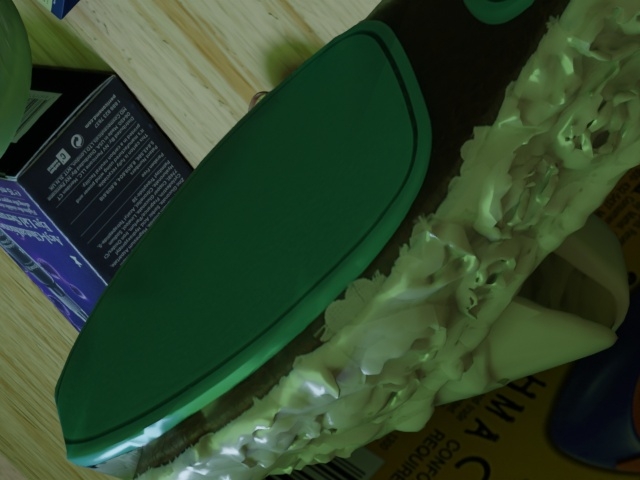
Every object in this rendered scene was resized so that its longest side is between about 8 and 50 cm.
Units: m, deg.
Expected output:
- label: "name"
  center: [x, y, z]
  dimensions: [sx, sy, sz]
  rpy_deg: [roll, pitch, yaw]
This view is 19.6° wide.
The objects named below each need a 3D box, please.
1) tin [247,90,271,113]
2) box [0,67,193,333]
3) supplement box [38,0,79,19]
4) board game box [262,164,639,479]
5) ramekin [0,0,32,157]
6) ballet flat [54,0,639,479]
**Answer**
- label: "tin"
  center: [0.000, 0.000, 1.089]
  dimensions: [0.106, 0.040, 0.189]
  rpy_deg: [23, 128, 61]
- label: "box"
  center: [-0.162, -0.018, 1.362]
  dimensions: [0.153, 0.108, 0.207]
  rpy_deg: [10, 144, 54]
- label: "supplement box"
  center: [-0.161, -0.187, 1.071]
  dimensions: [0.083, 0.056, 0.083]
  rpy_deg: [40, 161, 1]
- label: "board game box"
  center: [0.194, 0.172, 0.701]
  dimensions: [0.356, 0.356, 0.356]
  rpy_deg: [30, 158, 42]
- label: "ramekin"
  center: [-0.347, -0.138, 1.176]
  dimensions: [0.303, 0.303, 0.148]
  rpy_deg: [31, 151, 25]
- label: "ballet flat"
  center: [0.076, -0.037, 0.566]
  dimensions: [0.147, 0.409, 0.147]
  rpy_deg: [32, -152, -19]
